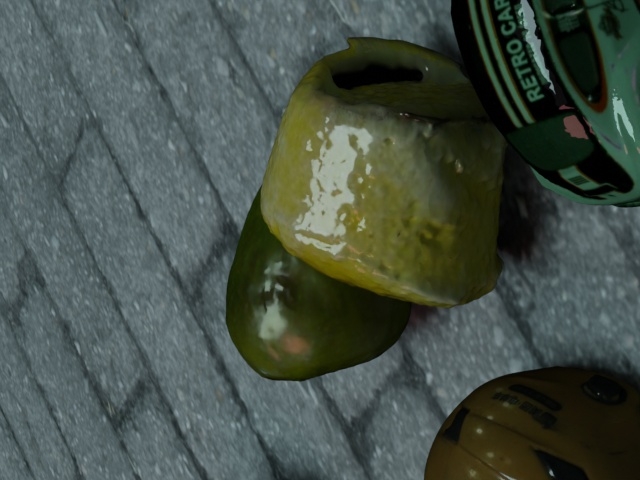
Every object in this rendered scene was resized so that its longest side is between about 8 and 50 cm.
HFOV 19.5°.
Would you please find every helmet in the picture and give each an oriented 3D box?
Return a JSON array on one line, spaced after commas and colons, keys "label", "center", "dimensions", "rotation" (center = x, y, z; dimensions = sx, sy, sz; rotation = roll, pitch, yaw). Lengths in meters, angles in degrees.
[{"label": "helmet", "center": [0.153, 0.191, 1.360], "dimensions": [0.224, 0.130, 0.198], "rotation": [-143, 55, -58]}]

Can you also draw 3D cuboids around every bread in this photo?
[{"label": "bread", "center": [0.056, -0.045, 1.394], "dimensions": [0.197, 0.197, 0.170], "rotation": [40, 126, 43]}]

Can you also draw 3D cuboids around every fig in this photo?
[{"label": "fig", "center": [0.010, 0.013, 1.552], "dimensions": [0.167, 0.167, 0.233], "rotation": [24, 89, 53]}]

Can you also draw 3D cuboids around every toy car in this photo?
[{"label": "toy car", "center": [0.152, -0.161, 1.220], "dimensions": [0.136, 0.125, 0.306], "rotation": [-17, 92, 61]}]
